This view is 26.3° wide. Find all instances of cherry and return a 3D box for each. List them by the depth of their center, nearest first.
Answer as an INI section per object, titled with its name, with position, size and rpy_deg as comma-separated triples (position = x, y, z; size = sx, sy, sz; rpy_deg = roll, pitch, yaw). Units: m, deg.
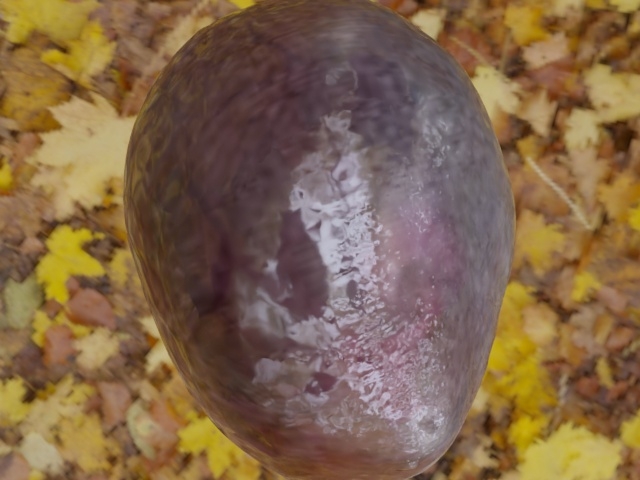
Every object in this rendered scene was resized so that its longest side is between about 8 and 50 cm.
[cherry]
position = 0.000, 0.003, 0.498
size = 0.140, 0.176, 0.176
rpy_deg = 0, 108, 9
